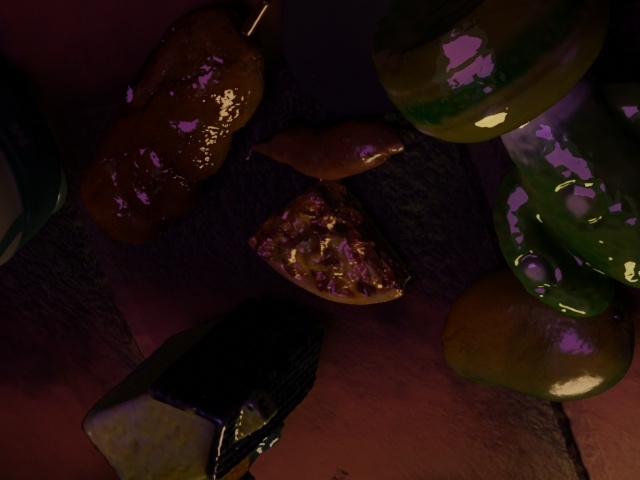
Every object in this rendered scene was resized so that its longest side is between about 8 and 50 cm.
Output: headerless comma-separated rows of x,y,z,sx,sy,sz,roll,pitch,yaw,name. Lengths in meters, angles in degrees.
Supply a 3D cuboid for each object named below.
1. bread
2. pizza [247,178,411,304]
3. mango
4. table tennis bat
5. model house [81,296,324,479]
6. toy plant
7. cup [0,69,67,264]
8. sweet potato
-0.135,-0.115,1.523,0.124,0.084,0.344,43,134,2,bread
0.000,0.001,1.533,0.175,0.046,0.134,9,124,31,pizza
0.186,0.081,1.430,0.191,0.085,0.122,3,124,32,mango
0.029,-0.212,1.385,0.138,0.022,0.247,24,132,20,table tennis bat
-0.082,0.166,1.599,0.211,0.194,0.170,-27,99,45,model house
0.200,-0.086,1.270,0.224,0.184,0.316,-31,113,23,toy plant
-0.416,-0.078,1.622,0.219,0.257,0.290,-21,106,42,cup
0.000,-0.082,1.476,0.195,0.056,0.056,2,120,41,sweet potato
